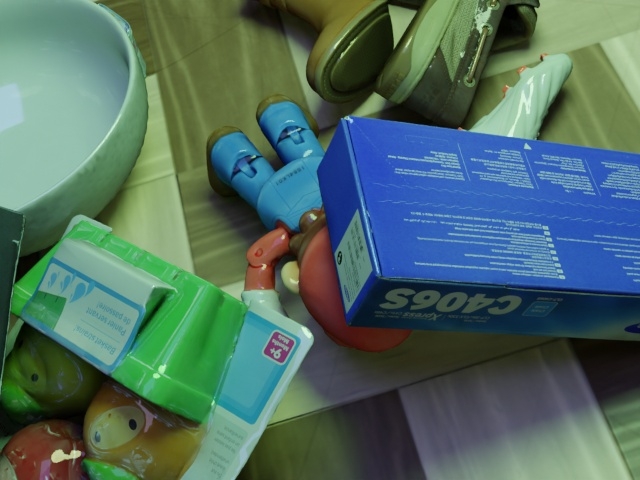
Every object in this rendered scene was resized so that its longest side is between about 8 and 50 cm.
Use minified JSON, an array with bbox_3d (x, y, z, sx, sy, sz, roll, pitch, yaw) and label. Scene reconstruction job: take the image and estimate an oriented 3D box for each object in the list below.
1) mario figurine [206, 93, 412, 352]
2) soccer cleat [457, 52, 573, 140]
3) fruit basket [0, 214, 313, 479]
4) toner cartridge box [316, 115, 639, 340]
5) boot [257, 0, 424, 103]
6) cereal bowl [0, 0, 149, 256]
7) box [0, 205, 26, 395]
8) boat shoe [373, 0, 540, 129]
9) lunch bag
[{"bbox_3d":[0.000,0.000,0.972,0.198,0.170,0.320,-57,42,23],"label":"mario figurine"},{"bbox_3d":[0.204,-0.117,1.017,0.196,0.068,0.076,-43,73,-14],"label":"soccer cleat"},{"bbox_3d":[-0.214,0.168,0.851,0.327,0.165,0.353,24,74,37],"label":"fruit basket"},{"bbox_3d":[0.179,-0.004,0.837,0.348,0.075,0.165,5,53,-20],"label":"toner cartridge box"},{"bbox_3d":[-0.009,-0.283,1.141,0.220,0.109,0.283,18,61,22],"label":"boot"},{"bbox_3d":[-0.344,-0.111,1.087,0.339,0.141,0.339,-6,56,10],"label":"cereal bowl"},{"bbox_3d":[-0.405,0.138,0.830,0.296,0.183,0.294,-39,42,38],"label":"box"},{"bbox_3d":[0.184,-0.262,1.099,0.123,0.123,0.342,32,60,-3],"label":"boat shoe"},{"bbox_3d":[-0.251,-0.237,1.191,0.083,0.071,0.053,36,69,29],"label":"lunch bag"}]
